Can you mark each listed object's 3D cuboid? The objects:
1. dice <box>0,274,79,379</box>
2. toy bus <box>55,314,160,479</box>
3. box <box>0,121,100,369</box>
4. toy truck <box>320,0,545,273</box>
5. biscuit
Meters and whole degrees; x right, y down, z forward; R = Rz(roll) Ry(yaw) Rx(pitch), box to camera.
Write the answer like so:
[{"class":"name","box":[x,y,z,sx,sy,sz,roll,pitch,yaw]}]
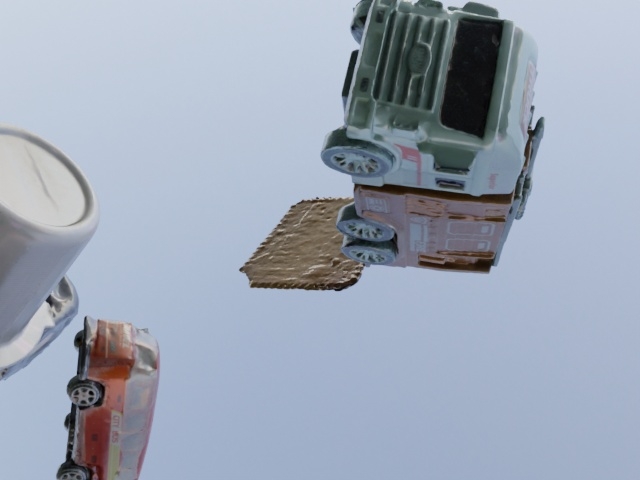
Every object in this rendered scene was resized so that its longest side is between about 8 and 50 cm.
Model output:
[{"class":"dice","box":[-0.562,0.127,1.451,0.182,0.183,0.181,-42,-179,28]},{"class":"toy bus","box":[-0.186,0.149,0.715,0.077,0.174,0.079,8,-149,-16]},{"class":"box","box":[-0.389,-0.001,0.906,0.206,0.262,0.291,-45,-169,23]},{"class":"toy truck","box":[0.100,-0.069,0.682,0.162,0.305,0.136,9,-108,9]},{"class":"biscuit","box":[0.000,0.000,1.234,0.237,0.013,0.232,-1,-143,38]}]
